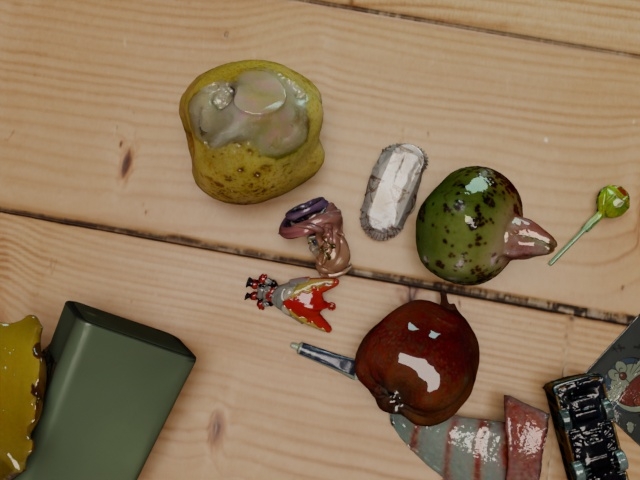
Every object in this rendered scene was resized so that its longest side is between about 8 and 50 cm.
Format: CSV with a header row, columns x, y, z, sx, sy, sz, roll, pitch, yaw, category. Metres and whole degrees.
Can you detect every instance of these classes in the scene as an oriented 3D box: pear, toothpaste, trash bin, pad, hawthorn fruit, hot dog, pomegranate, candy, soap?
x,y,z,sx,sy,sz,roll,pitch,yaw,category
-0.117,-0.193,1.518,0.271,0.271,0.271,0,86,1,pear
0.009,0.217,1.581,0.139,0.021,0.037,21,85,1,toothpaste
-0.393,0.307,1.480,0.222,0.158,0.344,24,87,-27,trash bin
0.609,0.232,1.579,0.170,0.006,0.245,44,88,4,pad
0.183,0.191,1.502,0.208,0.208,0.248,32,63,3,hawthorn fruit
0.134,-0.091,1.588,0.099,0.053,0.192,19,89,3,hot dog
0.292,-0.019,1.486,0.247,0.214,0.214,13,85,34,pomegranate
0.492,-0.025,1.584,0.194,0.062,0.058,-45,131,6,candy
-0.559,0.280,1.426,0.143,0.281,0.259,14,57,-27,soap

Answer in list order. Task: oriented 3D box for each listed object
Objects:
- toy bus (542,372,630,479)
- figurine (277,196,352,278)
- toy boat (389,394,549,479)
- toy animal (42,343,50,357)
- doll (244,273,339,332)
x,y,z,sx,sy,sz,roll,pitch,yaw,category
0.468,0.334,1.518,0.098,0.114,0.201,-15,91,0,toy bus
0.004,-0.008,1.554,0.157,0.126,0.114,49,120,5,figurine
0.257,0.366,1.543,0.282,0.096,0.206,9,100,11,toy boat
-0.517,0.295,1.564,0.086,0.069,0.220,30,82,21,toy animal
-0.054,0.104,1.574,0.169,0.057,0.109,13,113,12,doll
